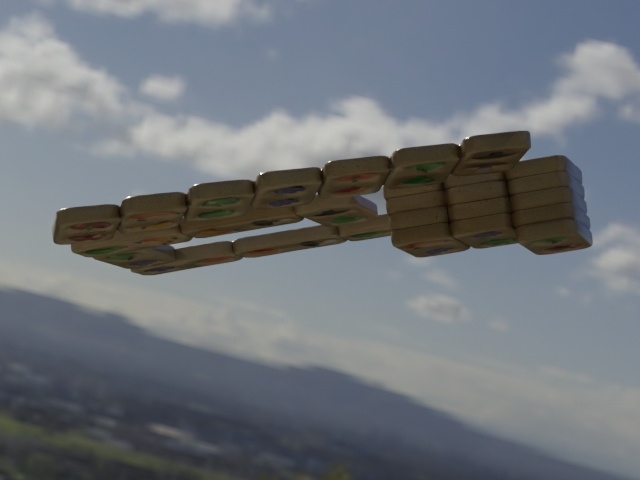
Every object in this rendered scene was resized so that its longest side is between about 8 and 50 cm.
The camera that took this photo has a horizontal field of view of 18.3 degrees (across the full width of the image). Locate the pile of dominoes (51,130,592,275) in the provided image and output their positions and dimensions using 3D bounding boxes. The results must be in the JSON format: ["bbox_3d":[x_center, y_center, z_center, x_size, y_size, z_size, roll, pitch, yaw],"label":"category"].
[{"bbox_3d":[0.000,0.000,0.959,0.251,0.040,0.196,-10,-9,15],"label":"pile of dominoes"}]
